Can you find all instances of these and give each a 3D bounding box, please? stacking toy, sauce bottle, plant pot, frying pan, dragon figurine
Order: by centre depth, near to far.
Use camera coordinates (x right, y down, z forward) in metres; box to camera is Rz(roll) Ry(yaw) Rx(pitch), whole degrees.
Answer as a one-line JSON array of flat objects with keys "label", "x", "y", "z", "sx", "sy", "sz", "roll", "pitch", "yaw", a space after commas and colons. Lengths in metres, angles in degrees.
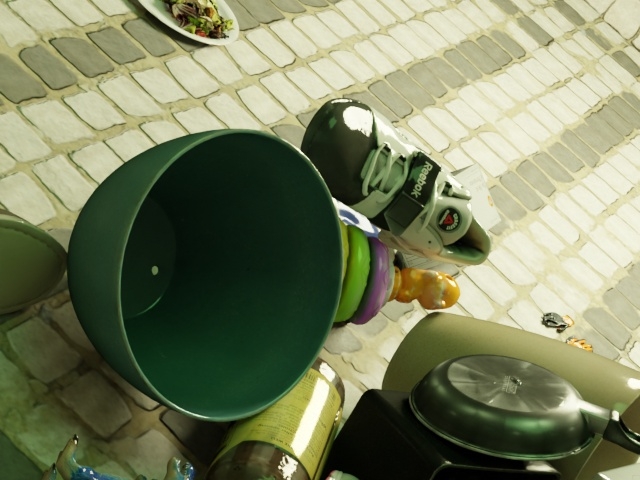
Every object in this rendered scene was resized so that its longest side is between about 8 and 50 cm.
[{"label": "dragon figurine", "x": -0.194, "y": 0.270, "z": 1.436, "sx": 0.144, "sy": 0.085, "sz": 0.289, "roll": 33, "pitch": 28, "yaw": -10}, {"label": "sauce bottle", "x": -0.058, "y": 0.236, "z": 1.615, "sx": 0.111, "sy": 0.111, "sz": 0.344, "roll": 36, "pitch": 27, "yaw": -5}, {"label": "frying pan", "x": 0.244, "y": 0.190, "z": 1.647, "sx": 0.326, "sy": 0.053, "sz": 0.197, "roll": 20, "pitch": 24, "yaw": 29}, {"label": "plant pot", "x": -0.147, "y": 0.026, "z": 1.650, "sx": 0.290, "sy": 0.290, "sz": 0.195, "roll": 8, "pitch": 0, "yaw": -44}, {"label": "plant pot", "x": 0.105, "y": 0.259, "z": 1.711, "sx": 0.187, "sy": 0.188, "sz": 0.167, "roll": 10, "pitch": 29, "yaw": -41}, {"label": "stacking toy", "x": 0.023, "y": 0.036, "z": 1.876, "sx": 0.302, "sy": 0.165, "sz": 0.175, "roll": 12, "pitch": 26, "yaw": -18}, {"label": "plant pot", "x": 0.216, "y": 0.203, "z": 1.876, "sx": 0.274, "sy": 0.256, "sz": 0.256, "roll": 32, "pitch": 25, "yaw": 23}]

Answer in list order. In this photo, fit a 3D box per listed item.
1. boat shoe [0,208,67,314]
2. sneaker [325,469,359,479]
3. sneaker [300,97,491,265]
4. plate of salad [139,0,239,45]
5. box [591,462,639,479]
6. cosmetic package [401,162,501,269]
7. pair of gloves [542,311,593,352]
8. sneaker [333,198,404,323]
[{"label": "boat shoe", "x": -0.387, "y": 0.002, "z": 1.579, "sx": 0.097, "sy": 0.116, "sz": 0.324, "roll": 39, "pitch": 18, "yaw": 33}, {"label": "sneaker", "x": 0.030, "y": 0.336, "z": 1.562, "sx": 0.111, "sy": 0.103, "sz": 0.252, "roll": 13, "pitch": 43, "yaw": -8}, {"label": "sneaker", "x": 0.103, "y": -0.062, "z": 1.874, "sx": 0.146, "sy": 0.122, "sz": 0.330, "roll": 23, "pitch": -7, "yaw": 37}, {"label": "plate of salad", "x": -0.201, "y": -0.364, "z": 2.387, "sx": 0.200, "sy": 0.048, "sz": 0.200, "roll": 29, "pitch": 29, "yaw": -18}, {"label": "box", "x": 0.409, "y": 0.375, "z": 1.813, "sx": 0.215, "sy": 0.168, "sz": 0.345, "roll": 41, "pitch": 19, "yaw": 27}, {"label": "cosmetic package", "x": 0.179, "y": -0.035, "z": 2.297, "sx": 0.239, "sy": 0.060, "sz": 0.099, "roll": -31, "pitch": 101, "yaw": -60}, {"label": "pair of gloves", "x": 0.362, "y": 0.135, "z": 2.349, "sx": 0.074, "sy": 0.010, "sz": 0.083, "roll": 0, "pitch": 46, "yaw": -49}, {"label": "sneaker", "x": 0.001, "y": 0.000, "z": 2.008, "sx": 0.315, "sy": 0.127, "sz": 0.182, "roll": 10, "pitch": 37, "yaw": -44}]
